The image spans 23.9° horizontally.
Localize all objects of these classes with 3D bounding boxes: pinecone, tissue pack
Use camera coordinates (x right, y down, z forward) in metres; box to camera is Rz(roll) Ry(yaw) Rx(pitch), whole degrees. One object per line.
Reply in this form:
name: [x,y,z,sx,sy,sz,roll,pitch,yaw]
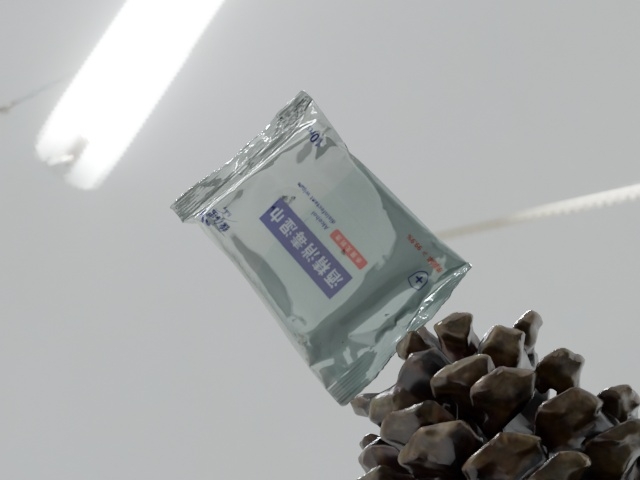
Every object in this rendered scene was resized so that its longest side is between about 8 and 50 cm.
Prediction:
pinecone: [0.110,0.144,0.847,0.179,0.204,0.184,-16,-55,-19]
tissue pack: [0.000,0.000,0.991,0.122,0.193,0.026,-42,-28,-1]
